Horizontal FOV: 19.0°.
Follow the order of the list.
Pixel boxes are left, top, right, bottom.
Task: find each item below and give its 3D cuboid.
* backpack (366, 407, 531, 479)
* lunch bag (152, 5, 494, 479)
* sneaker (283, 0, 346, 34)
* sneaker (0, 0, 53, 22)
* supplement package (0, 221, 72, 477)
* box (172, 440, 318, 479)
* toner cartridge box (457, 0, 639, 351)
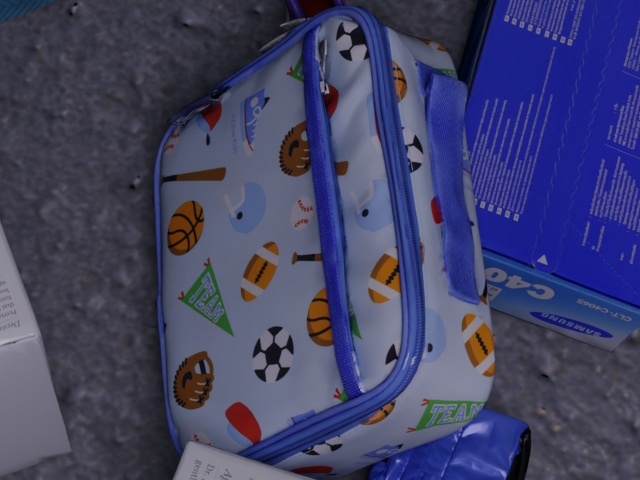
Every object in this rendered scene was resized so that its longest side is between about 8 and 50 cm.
[{"bbox_3d":[0.080,0.171,1.263,0.101,0.098,0.120,17,78,14],"label":"backpack"},{"bbox_3d":[0.000,0.000,1.258,0.115,0.243,0.303,18,55,-41],"label":"lunch bag"},{"bbox_3d":[-0.010,-0.213,1.452,0.068,0.071,0.170,-17,66,-9],"label":"sneaker"},{"bbox_3d":[-0.230,-0.233,1.454,0.229,0.087,0.092,-20,60,-18],"label":"sneaker"},{"bbox_3d":[-0.312,0.085,1.229,0.262,0.204,0.145,-19,65,-10],"label":"supplement package"},{"bbox_3d":[-0.053,0.245,1.175,0.119,0.182,0.181,18,65,9],"label":"box"},{"bbox_3d":[0.183,-0.109,1.380,0.165,0.075,0.348,20,62,-5],"label":"toner cartridge box"}]
